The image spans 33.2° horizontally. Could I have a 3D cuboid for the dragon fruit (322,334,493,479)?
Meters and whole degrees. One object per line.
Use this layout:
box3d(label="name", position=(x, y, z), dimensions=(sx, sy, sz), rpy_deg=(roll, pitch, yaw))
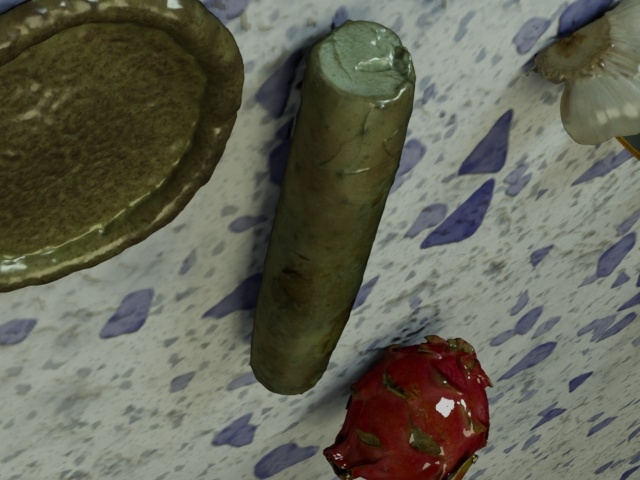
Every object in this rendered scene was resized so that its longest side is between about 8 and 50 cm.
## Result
box3d(label="dragon fruit", position=(0.084, 0.163, 0.956), dimensions=(0.166, 0.133, 0.136), rpy_deg=(-34, 159, -8))

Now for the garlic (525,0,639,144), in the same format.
box3d(label="garlic", position=(0.205, -0.112, 0.733), dimensions=(0.113, 0.074, 0.094), rpy_deg=(-53, 142, -1))

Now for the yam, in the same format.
box3d(label="yam", position=(0.000, 0.000, 0.676), dimensions=(0.071, 0.067, 0.317), rpy_deg=(-14, 147, -21))

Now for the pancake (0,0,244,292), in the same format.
box3d(label="pancake", position=(-0.123, -0.043, 0.520), dimensions=(0.199, 0.021, 0.199), rpy_deg=(-26, 150, -17))

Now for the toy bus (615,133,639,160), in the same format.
box3d(label="toy bus", position=(0.300, -0.118, 0.835), dimensions=(0.162, 0.069, 0.074), rpy_deg=(-38, 154, 1))
